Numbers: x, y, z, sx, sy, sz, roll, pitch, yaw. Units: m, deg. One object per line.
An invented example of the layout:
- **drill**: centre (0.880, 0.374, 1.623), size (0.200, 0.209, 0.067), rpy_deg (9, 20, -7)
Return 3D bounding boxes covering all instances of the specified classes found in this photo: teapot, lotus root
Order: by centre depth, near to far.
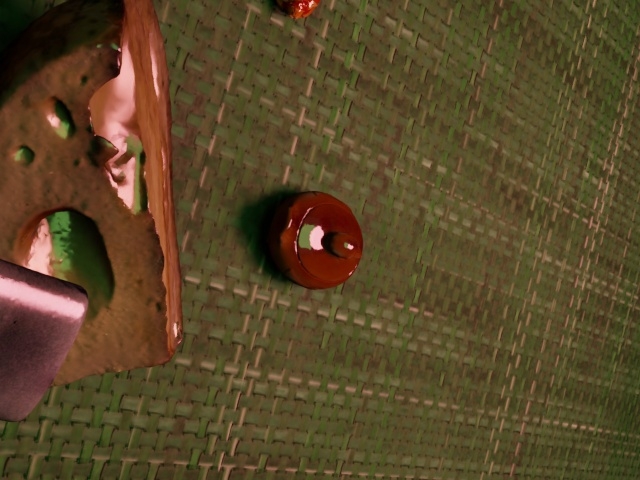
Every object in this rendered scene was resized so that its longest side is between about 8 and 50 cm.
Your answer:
- **lotus root**: centre (-0.182, -0.030, 0.667), size (0.141, 0.210, 0.314), rpy_deg (-1, 111, -3)
- **teapot**: centre (0.000, 0.000, 0.900), size (0.129, 0.078, 0.098), rpy_deg (29, 77, -44)

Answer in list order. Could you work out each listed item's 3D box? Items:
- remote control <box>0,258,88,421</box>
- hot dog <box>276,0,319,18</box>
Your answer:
- **remote control**: centre (-0.294, 0.022, 0.466), size (0.377, 0.044, 0.107), rpy_deg (27, 90, -49)
- **hot dog**: centre (-0.007, -0.282, 0.865), size (0.062, 0.038, 0.144), rpy_deg (22, 83, -46)
